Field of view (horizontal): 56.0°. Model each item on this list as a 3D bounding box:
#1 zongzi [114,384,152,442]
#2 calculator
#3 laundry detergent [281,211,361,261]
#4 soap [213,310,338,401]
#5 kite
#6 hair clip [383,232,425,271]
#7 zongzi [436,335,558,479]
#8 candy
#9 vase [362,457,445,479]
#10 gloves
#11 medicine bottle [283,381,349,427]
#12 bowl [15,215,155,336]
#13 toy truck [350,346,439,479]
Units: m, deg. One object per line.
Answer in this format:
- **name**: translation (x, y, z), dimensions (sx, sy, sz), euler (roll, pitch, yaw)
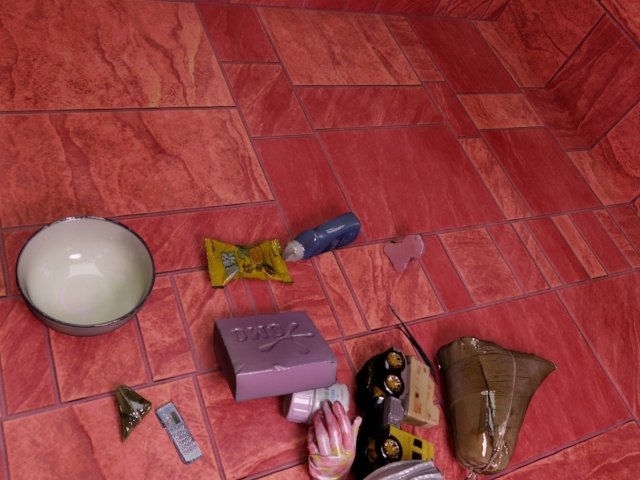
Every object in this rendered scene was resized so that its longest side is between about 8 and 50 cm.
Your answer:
- **zongzi**: translation (-0.517, 0.447, 1.573), dimensions (0.109, 0.055, 0.119), euler (34, 61, 6)
- **calculator**: translation (-0.378, 0.513, 1.606), dimensions (0.057, 0.018, 0.172), euler (-22, 65, -36)
- **laundry detergent**: translation (0.000, 0.000, 2.069), dimensions (0.290, 0.143, 0.094), euler (-24, 72, -31)
- **soap**: translation (-0.135, 0.322, 1.710), dimensions (0.296, 0.107, 0.285), euler (-5, 26, -23)
- **kite**: translation (0.298, 0.335, 1.901), dimensions (0.011, 0.314, 0.335), euler (-32, 105, -4)
- **hair clip**: translation (0.310, 0.036, 2.177), dimensions (0.102, 0.138, 0.123), euler (-15, 70, -26)
- **zongzi**: translation (0.616, 0.557, 1.871), dimensions (0.467, 0.218, 0.500), euler (12, 52, -15)
- **candy**: translation (-0.236, 0.072, 1.952), dimensions (0.297, 0.081, 0.187), euler (4, 54, -37)
- **vase**: translation (0.109, 0.712, 1.459), dimensions (0.445, 0.250, 0.250), euler (-21, 64, -7)
- **gloves**: translation (0.036, 0.551, 1.622), dimensions (0.145, 0.241, 0.126), euler (4, 20, -1)
- **medicine bottle**: translation (-0.013, 0.462, 1.725), dimensions (0.168, 0.135, 0.135), euler (13, 52, -10)
- **bowl**: translation (-0.645, 0.123, 1.664), dimensions (0.354, 0.185, 0.354), euler (12, 52, -15)
- **toy truck**: translation (0.226, 0.522, 1.760), dimensions (0.254, 0.180, 0.405), euler (24, 46, -15)
